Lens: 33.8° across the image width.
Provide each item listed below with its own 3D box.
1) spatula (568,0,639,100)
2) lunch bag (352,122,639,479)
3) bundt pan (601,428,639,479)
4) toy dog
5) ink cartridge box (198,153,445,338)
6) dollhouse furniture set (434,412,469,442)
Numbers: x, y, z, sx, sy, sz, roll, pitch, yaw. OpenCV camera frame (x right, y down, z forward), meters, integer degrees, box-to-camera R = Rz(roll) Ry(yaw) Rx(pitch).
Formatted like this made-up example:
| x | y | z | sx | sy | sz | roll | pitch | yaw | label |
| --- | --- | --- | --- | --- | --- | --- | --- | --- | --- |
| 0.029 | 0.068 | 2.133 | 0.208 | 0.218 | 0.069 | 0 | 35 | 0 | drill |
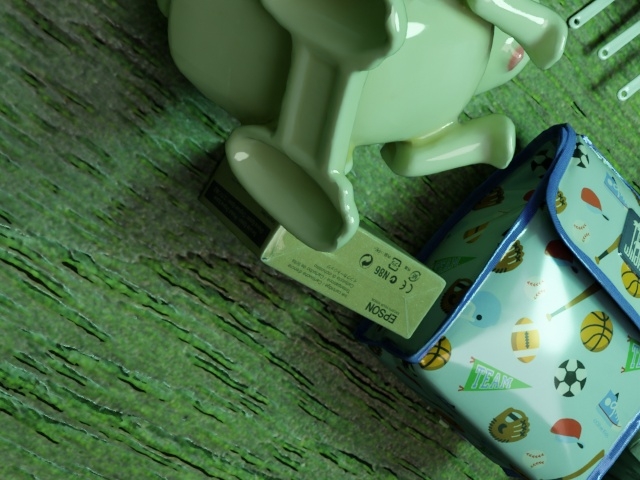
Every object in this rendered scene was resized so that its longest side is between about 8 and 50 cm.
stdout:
| x | y | z | sx | sy | sz | roll | pitch | yaw | label |
| --- | --- | --- | --- | --- | --- | --- | --- | --- | --- |
| 0.465 | -0.309 | 1.442 | 0.242 | 0.019 | 0.168 | -38 | 101 | -12 | spatula |
| 0.300 | 0.088 | 1.362 | 0.328 | 0.239 | 0.385 | 44 | 79 | -18 | lunch bag |
| 0.469 | 0.370 | 1.652 | 0.331 | 0.124 | 0.331 | -11 | 113 | -27 | bundt pan |
| 0.064 | -0.214 | 1.115 | 0.408 | 0.395 | 0.284 | -25 | 131 | -41 | toy dog |
| 0.000 | 0.000 | 1.209 | 0.234 | 0.193 | 0.088 | 30 | 94 | -33 | ink cartridge box |
| 0.239 | 0.240 | 1.498 | 0.091 | 0.081 | 0.114 | 39 | 86 | -34 | dollhouse furniture set |
